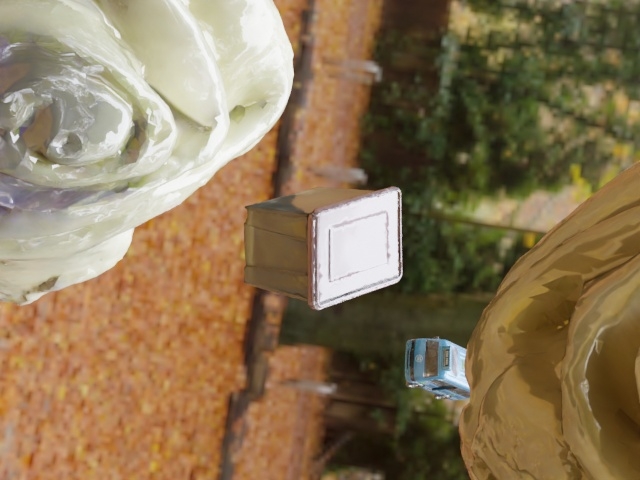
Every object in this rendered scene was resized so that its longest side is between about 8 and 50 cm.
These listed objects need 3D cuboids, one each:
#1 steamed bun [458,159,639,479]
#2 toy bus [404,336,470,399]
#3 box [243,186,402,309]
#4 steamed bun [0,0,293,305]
[{"bbox_3d":[0.221,0.078,0.534,0.309,0.324,0.219,59,-1,21],"label":"steamed bun"},{"bbox_3d":[0.104,0.106,1.163,0.083,0.046,0.038,28,60,-53],"label":"toy bus"},{"bbox_3d":[0.000,0.000,0.824,0.085,0.063,0.060,-18,113,-49],"label":"box"},{"bbox_3d":[-0.197,-0.120,1.008,0.237,0.347,0.394,-78,176,-75],"label":"steamed bun"}]
